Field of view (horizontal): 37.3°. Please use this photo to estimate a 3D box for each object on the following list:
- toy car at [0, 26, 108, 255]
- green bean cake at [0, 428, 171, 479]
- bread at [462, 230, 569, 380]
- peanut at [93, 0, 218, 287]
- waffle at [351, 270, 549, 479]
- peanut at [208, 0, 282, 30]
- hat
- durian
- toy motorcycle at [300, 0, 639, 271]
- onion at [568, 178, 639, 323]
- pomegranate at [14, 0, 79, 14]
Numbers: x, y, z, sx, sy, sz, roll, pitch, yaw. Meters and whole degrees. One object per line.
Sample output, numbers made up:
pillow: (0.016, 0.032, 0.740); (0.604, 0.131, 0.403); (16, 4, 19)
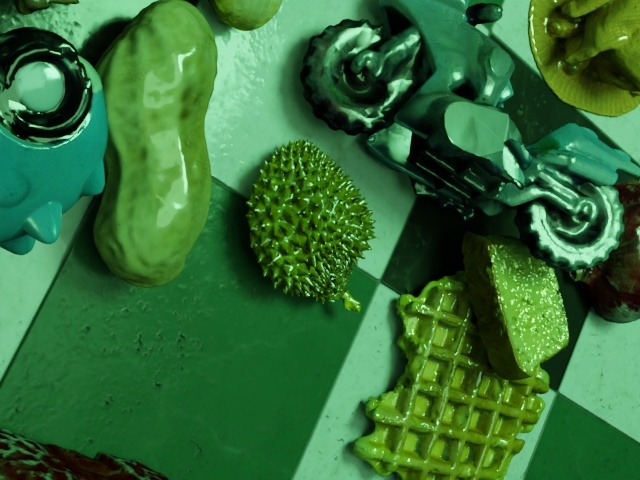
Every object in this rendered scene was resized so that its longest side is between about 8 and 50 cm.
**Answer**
toy car: (-0.292, -0.068, 0.767); (0.255, 0.188, 0.190); (-20, 112, -32)
green bean cake: (-0.215, 0.259, 0.876); (0.233, 0.199, 0.097); (23, 89, -48)
bread: (0.232, 0.071, 1.134); (0.103, 0.065, 0.187); (-14, 91, -29)
peanut: (-0.161, -0.091, 0.896); (0.125, 0.111, 0.274); (2, 92, -29)
waffle: (0.171, 0.179, 1.168); (0.281, 0.058, 0.300); (46, 69, -25)
peanut: (-0.077, -0.315, 0.951); (0.087, 0.087, 0.206); (-7, 96, -33)
hat: (0.438, -0.269, 1.209); (0.233, 0.233, 0.244); (-37, 111, -25)
durian: (0.000, 0.000, 1.019); (0.146, 0.102, 0.208); (-39, 117, -31)
toy motorcycle: (0.186, -0.147, 1.063); (0.416, 0.172, 0.232); (32, 73, -6)
onion: (0.417, 0.017, 1.296); (0.151, 0.098, 0.205); (-16, 103, -33)
pomegranate: (-0.197, -0.350, 0.748); (0.307, 0.307, 0.307); (-3, 95, -33)
